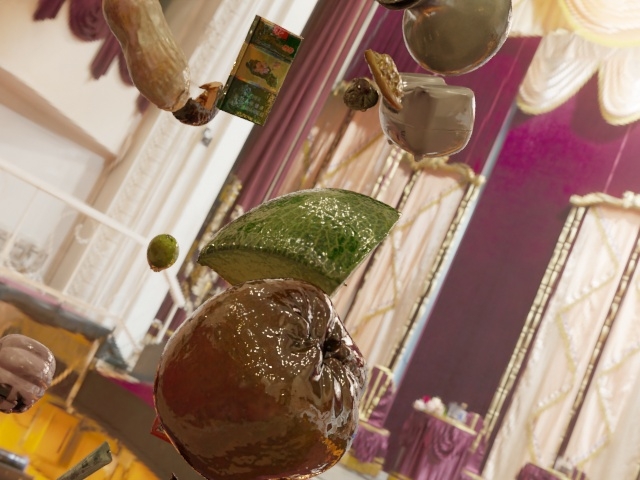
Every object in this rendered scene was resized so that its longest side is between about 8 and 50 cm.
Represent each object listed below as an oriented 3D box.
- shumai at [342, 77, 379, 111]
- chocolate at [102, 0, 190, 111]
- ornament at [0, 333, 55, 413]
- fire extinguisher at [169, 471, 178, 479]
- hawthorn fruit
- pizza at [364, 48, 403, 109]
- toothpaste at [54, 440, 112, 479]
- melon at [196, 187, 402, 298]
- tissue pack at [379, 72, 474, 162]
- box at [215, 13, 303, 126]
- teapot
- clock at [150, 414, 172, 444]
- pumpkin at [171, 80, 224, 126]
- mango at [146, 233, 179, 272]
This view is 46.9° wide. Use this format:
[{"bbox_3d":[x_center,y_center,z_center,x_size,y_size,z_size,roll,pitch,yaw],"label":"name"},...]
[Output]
[{"bbox_3d":[0.135,-0.475,2.341,0.099,0.124,0.087,48,-30,15],"label":"shumai"},{"bbox_3d":[-0.377,-0.428,1.600,0.309,0.134,0.134,66,-17,-1],"label":"chocolate"},{"bbox_3d":[-0.697,0.297,1.665,0.178,0.177,0.177,24,-12,5],"label":"ornament"},{"bbox_3d":[-0.385,0.521,1.278,0.105,0.341,0.141,50,-15,27],"label":"fire extinguisher"},{"bbox_3d":[-0.093,0.197,0.987,0.301,0.267,0.268,-27,-43,29],"label":"hawthorn fruit"},{"bbox_3d":[0.154,-0.377,1.683,0.036,0.099,0.160,-11,-57,36],"label":"pizza"},{"bbox_3d":[-0.621,0.596,1.886,0.041,0.218,0.064,47,9,-50],"label":"toothpaste"},{"bbox_3d":[0.000,0.000,1.386,0.331,0.343,0.226,-4,-58,37],"label":"melon"},{"bbox_3d":[0.328,-0.387,2.320,0.230,0.235,0.333,-2,23,-19],"label":"tissue pack"},{"bbox_3d":[-0.145,-0.399,1.746,0.132,0.235,0.034,17,15,-40],"label":"box"},{"bbox_3d":[0.177,-0.366,1.129,0.184,0.183,0.251,17,1,36],"label":"teapot"},{"bbox_3d":[-0.334,0.459,1.842,0.155,0.113,0.061,28,15,-8],"label":"clock"},{"bbox_3d":[-0.355,-0.390,2.156,0.119,0.183,0.107,8,-57,46],"label":"pumpkin"},{"bbox_3d":[-0.439,0.041,2.018,0.091,0.074,0.165,62,-38,17],"label":"mango"}]
